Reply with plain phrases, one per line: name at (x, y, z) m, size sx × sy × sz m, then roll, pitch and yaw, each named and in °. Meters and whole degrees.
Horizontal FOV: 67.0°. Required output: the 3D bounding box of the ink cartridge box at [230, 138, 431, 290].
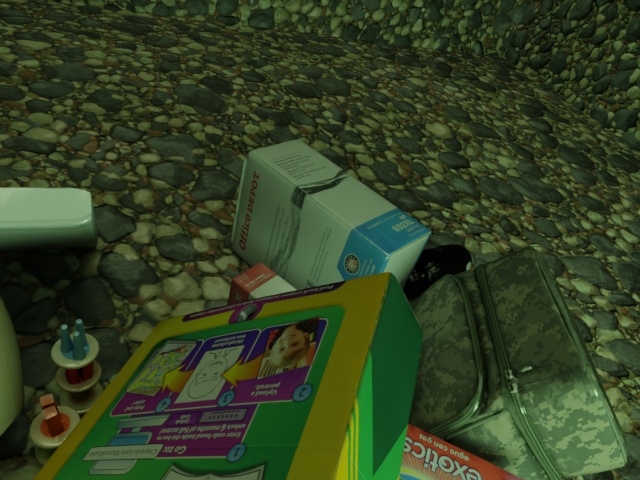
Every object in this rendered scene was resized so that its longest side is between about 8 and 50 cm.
ink cartridge box at (0.000, 0.000, 0.837) m, size 0.307 × 0.223 × 0.129 m, roll 39°, pitch 43°, yaw 25°

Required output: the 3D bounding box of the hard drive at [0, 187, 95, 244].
hard drive at (-0.432, -0.019, 0.652) m, size 0.233 × 0.353 × 0.047 m, roll -3°, pitch 87°, yaw -24°

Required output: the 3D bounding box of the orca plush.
orca plush at (0.202, 0.039, 0.962) m, size 0.288 × 0.102 × 0.151 m, roll -1°, pitch 42°, yaw -21°

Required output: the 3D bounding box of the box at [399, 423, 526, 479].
box at (0.099, 0.320, 0.547) m, size 0.300 × 0.154 × 0.142 m, roll 24°, pitch 40°, yaw 7°

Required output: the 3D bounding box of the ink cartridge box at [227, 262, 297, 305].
ink cartridge box at (-0.052, 0.140, 0.735) m, size 0.198 × 0.115 × 0.067 m, roll 35°, pitch 41°, yaw 22°

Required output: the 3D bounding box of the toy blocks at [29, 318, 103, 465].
toy blocks at (-0.301, 0.176, 0.572) m, size 0.054 × 0.148 × 0.123 m, roll 10°, pitch 38°, yaw -8°

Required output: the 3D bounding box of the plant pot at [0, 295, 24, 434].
plant pot at (-0.430, 0.158, 0.490) m, size 0.191 × 0.284 × 0.284 m, roll 52°, pitch 37°, yaw -15°

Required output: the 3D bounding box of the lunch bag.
lunch bag at (0.251, 0.189, 0.707) m, size 0.212 × 0.256 × 0.305 m, roll 52°, pitch 26°, yaw -28°

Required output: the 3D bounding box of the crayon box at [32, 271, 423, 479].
crayon box at (-0.099, 0.197, 0.498) m, size 0.363 × 0.106 × 0.313 m, roll -15°, pitch 29°, yaw 29°
